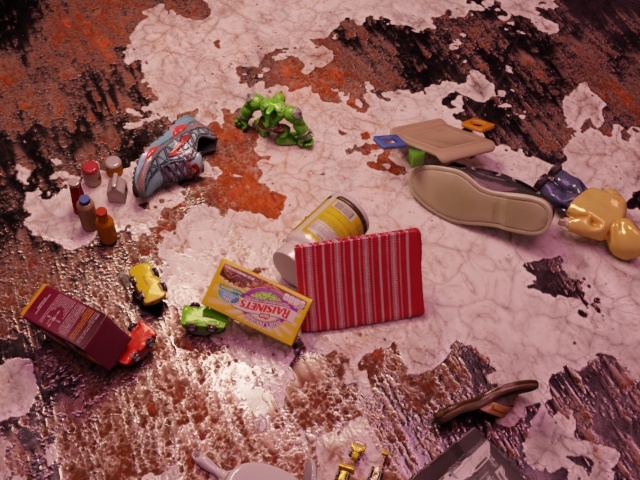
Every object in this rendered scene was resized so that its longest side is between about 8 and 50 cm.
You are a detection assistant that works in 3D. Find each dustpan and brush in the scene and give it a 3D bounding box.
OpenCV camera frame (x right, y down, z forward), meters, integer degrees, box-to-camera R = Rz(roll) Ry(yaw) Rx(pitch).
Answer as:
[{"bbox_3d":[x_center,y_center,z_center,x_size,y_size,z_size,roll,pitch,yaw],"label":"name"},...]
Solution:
[{"bbox_3d":[-0.154,0.448,1.576,0.211,0.060,0.147,36,49,12],"label":"dustpan and brush"}]

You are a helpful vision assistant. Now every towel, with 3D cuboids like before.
[{"bbox_3d":[0.085,0.082,1.783,0.274,0.199,0.031,-7,16,-9],"label":"towel"}]

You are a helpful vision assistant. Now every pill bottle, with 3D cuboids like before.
[{"bbox_3d":[0.000,0.000,1.856,0.119,0.119,0.208,36,60,19],"label":"pill bottle"}]

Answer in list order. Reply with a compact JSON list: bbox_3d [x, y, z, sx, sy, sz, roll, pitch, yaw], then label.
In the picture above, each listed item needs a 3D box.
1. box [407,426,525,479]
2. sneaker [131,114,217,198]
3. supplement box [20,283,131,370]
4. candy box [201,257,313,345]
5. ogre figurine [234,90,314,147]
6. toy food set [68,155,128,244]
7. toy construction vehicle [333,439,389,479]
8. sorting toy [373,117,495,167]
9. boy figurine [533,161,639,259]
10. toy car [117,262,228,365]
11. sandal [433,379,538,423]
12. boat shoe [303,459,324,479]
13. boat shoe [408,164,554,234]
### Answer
[{"bbox_3d":[0.292,0.529,1.531,0.242,0.076,0.307,-31,62,-23],"label":"box"},{"bbox_3d":[-0.331,-0.187,1.973,0.125,0.104,0.262,27,58,12],"label":"sneaker"},{"bbox_3d":[-0.480,0.169,1.674,0.188,0.104,0.081,20,67,30],"label":"supplement box"},{"bbox_3d":[-0.129,0.125,1.737,0.206,0.027,0.105,24,87,3],"label":"candy box"},{"bbox_3d":[-0.110,-0.292,2.053,0.197,0.118,0.097,36,60,19],"label":"ogre figurine"},{"bbox_3d":[-0.498,-0.114,1.906,0.111,0.104,0.232,2,55,-2],"label":"toy food set"},{"bbox_3d":[0.079,0.432,1.614,0.085,0.035,0.098,11,52,17],"label":"toy construction vehicle"},{"bbox_3d":[0.292,-0.232,2.050,0.347,0.047,0.196,-16,34,-31],"label":"sorting toy"},{"bbox_3d":[0.632,-0.067,1.967,0.285,0.092,0.177,39,61,20],"label":"boy figurine"},{"bbox_3d":[-0.301,0.163,1.759,0.225,0.053,0.239,5,55,-1],"label":"toy car"},{"bbox_3d":[0.330,0.327,1.674,0.219,0.090,0.060,-17,74,-17],"label":"sandal"},{"bbox_3d":[-0.007,0.458,1.589,0.035,0.035,0.100,15,46,-28],"label":"boat shoe"},{"bbox_3d":[0.375,-0.108,1.965,0.340,0.127,0.113,13,27,23],"label":"boat shoe"}]
